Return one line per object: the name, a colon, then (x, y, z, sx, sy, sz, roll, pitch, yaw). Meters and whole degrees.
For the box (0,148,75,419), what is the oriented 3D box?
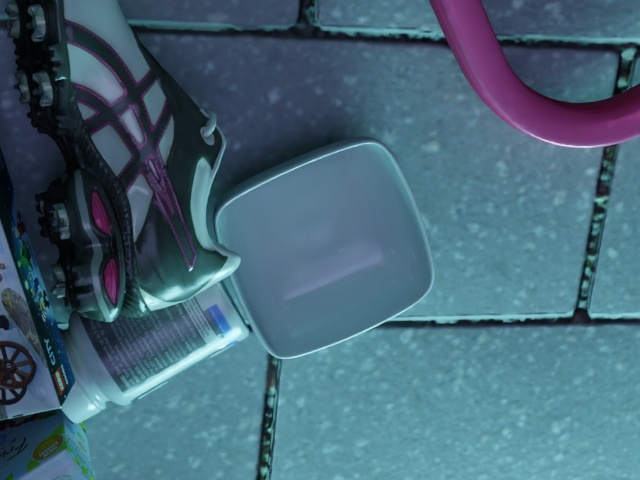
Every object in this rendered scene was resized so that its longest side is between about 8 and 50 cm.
box: (-0.268, 0.011, 0.867, 0.159, 0.044, 0.233, -13, 107, 7)

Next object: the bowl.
bowl: (0.000, 0.000, 0.971, 0.142, 0.053, 0.142, -23, 115, -5)

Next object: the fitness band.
fitness band: (0.174, -0.201, 0.936, 0.209, 0.054, 0.291, -29, 115, -2)

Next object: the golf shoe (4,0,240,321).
golf shoe: (-0.129, -0.086, 0.871, 0.120, 0.105, 0.273, -12, 105, -21)

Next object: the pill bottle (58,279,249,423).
pill bottle: (-0.126, 0.066, 0.950, 0.137, 0.078, 0.078, -29, 116, -3)

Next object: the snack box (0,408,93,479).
snack box: (-0.230, 0.170, 0.952, 0.141, 0.100, 0.037, -33, 116, 0)
